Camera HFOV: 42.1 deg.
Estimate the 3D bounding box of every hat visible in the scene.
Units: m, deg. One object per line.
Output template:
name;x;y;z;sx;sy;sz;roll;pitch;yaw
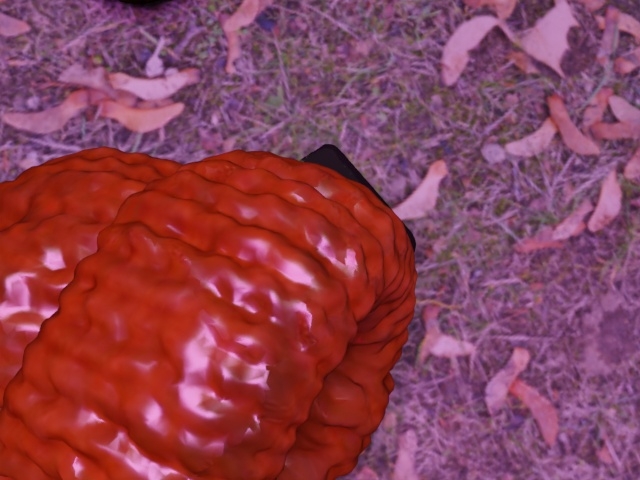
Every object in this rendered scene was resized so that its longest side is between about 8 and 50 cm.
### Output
hat;-0.143;0.040;0.585;0.400;0.285;0.285;28;74;27

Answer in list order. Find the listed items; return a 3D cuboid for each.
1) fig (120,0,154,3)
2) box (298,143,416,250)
fig;-0.145;-0.278;0.625;0.124;0.236;0.124;2;67;-5
box;0.000;0.000;0.686;0.126;0.027;0.125;-40;86;-14
